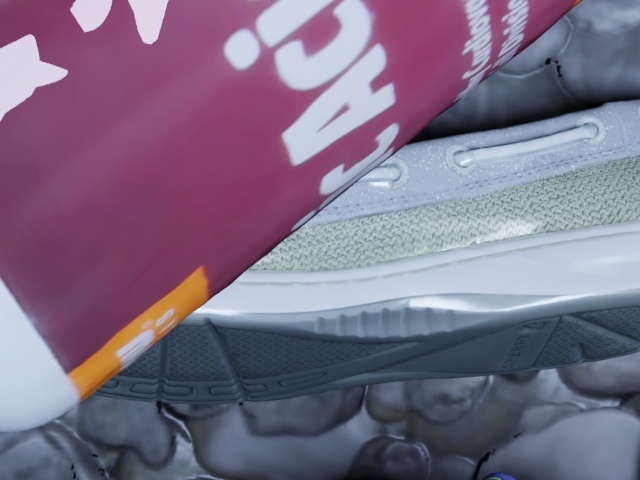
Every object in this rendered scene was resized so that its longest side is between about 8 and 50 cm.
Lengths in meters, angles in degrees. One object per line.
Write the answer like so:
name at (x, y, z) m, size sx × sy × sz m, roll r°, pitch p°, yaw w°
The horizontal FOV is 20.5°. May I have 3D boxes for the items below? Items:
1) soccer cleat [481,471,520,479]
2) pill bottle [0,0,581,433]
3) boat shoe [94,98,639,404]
soccer cleat at (0.123, 0.165, 0.729) m, size 0.289 × 0.093 × 0.121 m, roll 29°, pitch 84°, yaw -54°
pill bottle at (-0.083, -0.084, 0.551) m, size 0.392 × 0.224 × 0.224 m, roll -39°, pitch 111°, yaw -12°
boat shoe at (0.002, -0.001, 0.707) m, size 0.320 × 0.118 × 0.103 m, roll -4°, pitch 69°, yaw -8°
